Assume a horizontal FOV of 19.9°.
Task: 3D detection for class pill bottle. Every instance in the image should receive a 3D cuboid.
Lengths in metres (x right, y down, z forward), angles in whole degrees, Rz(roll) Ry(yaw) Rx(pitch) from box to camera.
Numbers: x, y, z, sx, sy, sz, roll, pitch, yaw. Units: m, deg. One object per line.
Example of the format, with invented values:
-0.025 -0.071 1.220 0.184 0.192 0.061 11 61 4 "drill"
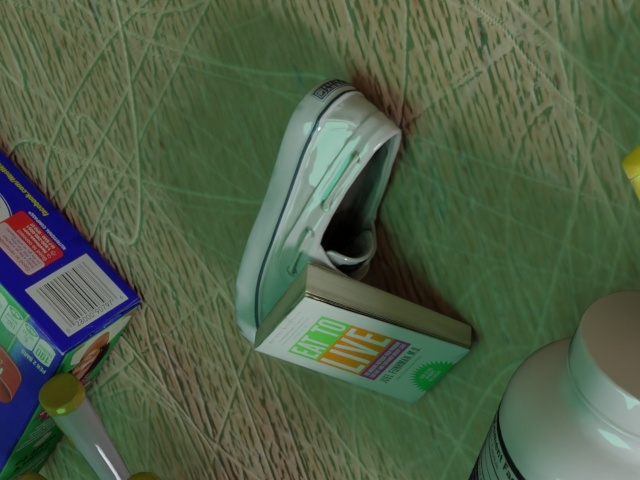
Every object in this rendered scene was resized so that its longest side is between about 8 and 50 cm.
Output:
0.193 0.195 1.299 0.181 0.181 0.323 36 131 22 "pill bottle"

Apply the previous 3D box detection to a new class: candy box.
-0.346 0.078 1.767 0.268 0.122 0.317 45 137 12 "candy box"

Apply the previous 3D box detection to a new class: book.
0.032 0.077 1.434 0.144 0.035 0.096 19 139 -18 "book"

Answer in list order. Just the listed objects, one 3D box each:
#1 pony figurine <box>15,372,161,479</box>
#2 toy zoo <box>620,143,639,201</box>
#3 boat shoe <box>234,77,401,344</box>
-0.115 0.326 1.595 0.351 0.303 0.363 38 163 53 "pony figurine"
0.310 -0.005 1.134 0.192 0.030 0.293 -33 76 35 "toy zoo"
0.000 0.000 1.428 0.084 0.095 0.258 36 135 26 "boat shoe"
